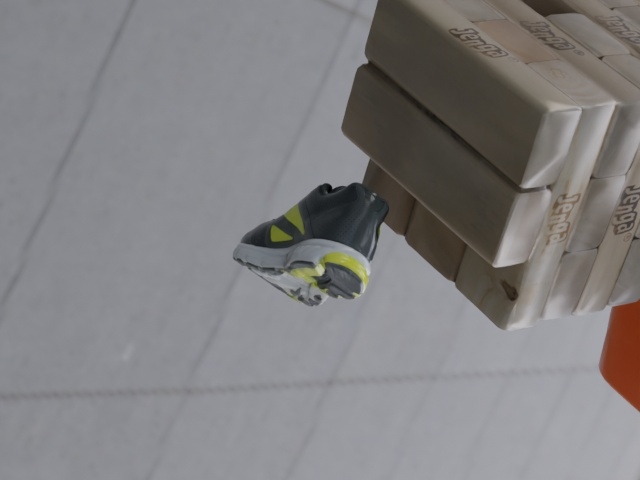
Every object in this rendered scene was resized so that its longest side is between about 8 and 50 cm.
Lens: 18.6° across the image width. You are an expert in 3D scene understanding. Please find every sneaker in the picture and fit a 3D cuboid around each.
[{"bbox_3d":[0.000,0.000,0.636,0.035,0.031,0.083,-61,-158,-13],"label":"sneaker"}]

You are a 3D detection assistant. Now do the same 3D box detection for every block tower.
[{"bbox_3d":[0.164,-0.050,0.745,0.335,0.097,0.091,-9,129,-37],"label":"block tower"}]

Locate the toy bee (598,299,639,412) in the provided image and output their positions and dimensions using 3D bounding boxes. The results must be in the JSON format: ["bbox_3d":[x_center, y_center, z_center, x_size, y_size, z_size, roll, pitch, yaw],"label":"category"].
[{"bbox_3d":[0.238,0.110,0.778,0.162,0.298,0.195,-2,142,-21],"label":"toy bee"}]
